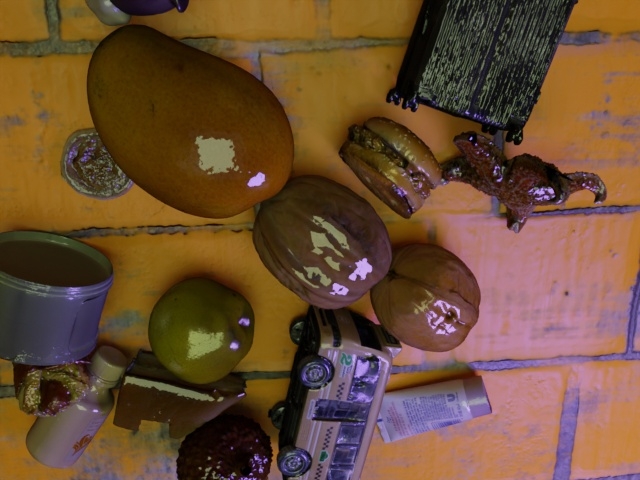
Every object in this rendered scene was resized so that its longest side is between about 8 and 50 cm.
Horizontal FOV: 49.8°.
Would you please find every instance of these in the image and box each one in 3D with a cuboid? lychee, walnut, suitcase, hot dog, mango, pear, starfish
[{"bbox_3d":[-0.185,0.436,1.357,0.200,0.238,0.200,4,82,-31],"label":"lychee"},{"bbox_3d":[0.000,0.000,1.235,0.261,0.225,0.225,34,103,-12],"label":"walnut"},{"bbox_3d":[0.278,-0.358,1.172,0.230,0.152,0.334,15,105,-12],"label":"suitcase"},{"bbox_3d":[-0.501,0.224,1.267,0.146,0.213,0.103,-32,146,-3],"label":"hot dog"},{"bbox_3d":[-0.221,-0.193,1.142,0.378,0.221,0.263,40,98,-5],"label":"mango"},{"bbox_3d":[0.204,0.109,1.307,0.222,0.195,0.195,34,103,-25],"label":"walnut"},{"bbox_3d":[-0.224,0.168,1.282,0.198,0.198,0.198,-2,110,-5],"label":"pear"},{"bbox_3d":[0.350,-0.100,1.210,0.312,0.303,0.112,18,82,-9],"label":"starfish"}]

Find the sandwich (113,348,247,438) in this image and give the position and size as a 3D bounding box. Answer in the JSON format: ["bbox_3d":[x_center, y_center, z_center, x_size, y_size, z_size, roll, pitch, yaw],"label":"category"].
[{"bbox_3d":[-0.272,0.305,1.356,0.236,0.122,0.128,16,110,-10],"label":"sandwich"}]

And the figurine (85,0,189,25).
[{"bbox_3d":[-0.204,-0.492,1.077,0.365,0.206,0.218,-28,120,-20],"label":"figurine"}]

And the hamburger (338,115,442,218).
[{"bbox_3d":[0.122,-0.141,1.218,0.191,0.182,0.118,38,83,14],"label":"hamburger"}]

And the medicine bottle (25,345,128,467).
[{"bbox_3d":[-0.468,0.319,1.347,0.114,0.114,0.252,32,103,-16],"label":"medicine bottle"}]

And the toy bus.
[{"bbox_3d":[0.020,0.314,1.370,0.202,0.177,0.365,8,112,-12],"label":"toy bus"}]

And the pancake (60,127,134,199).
[{"bbox_3d":[-0.397,-0.138,1.241,0.140,0.022,0.139,-2,109,-6],"label":"pancake"}]

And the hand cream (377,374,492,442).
[{"bbox_3d":[0.234,0.357,1.464,0.248,0.083,0.133,-15,111,12],"label":"hand cream"}]

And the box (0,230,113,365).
[{"bbox_3d":[-0.490,0.096,1.205,0.226,0.226,0.149,16,107,-11],"label":"box"}]
